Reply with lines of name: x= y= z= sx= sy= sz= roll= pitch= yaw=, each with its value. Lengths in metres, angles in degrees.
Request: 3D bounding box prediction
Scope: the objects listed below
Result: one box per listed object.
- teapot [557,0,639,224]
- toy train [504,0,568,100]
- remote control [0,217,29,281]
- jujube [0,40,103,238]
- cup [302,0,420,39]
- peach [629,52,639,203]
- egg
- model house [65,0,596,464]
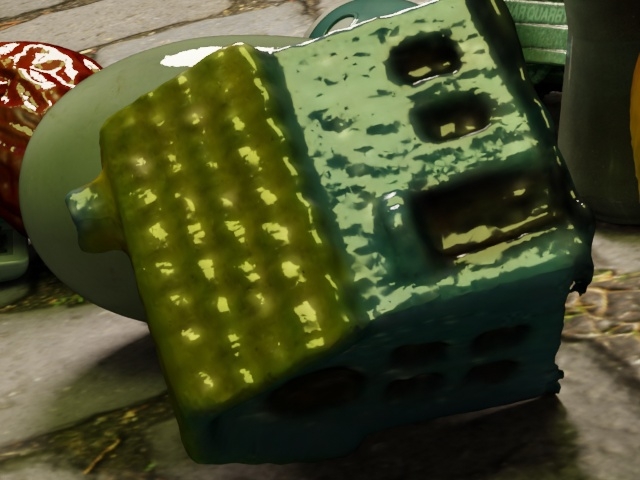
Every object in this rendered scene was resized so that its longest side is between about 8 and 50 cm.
teapot: x=0.268 y=-0.136 z=1.513 sx=0.171 sy=0.225 sz=0.203 roll=-20 pitch=22 yaw=-16
toy train: x=0.239 y=-0.215 z=1.767 sx=0.138 sy=0.178 sz=0.330 roll=14 pitch=1 yaw=-37
remote control: x=-0.332 y=-0.021 z=1.805 sx=0.103 sy=0.051 sz=0.293 roll=-7 pitch=22 yaw=-7
jujube: x=-0.241 y=-0.086 z=1.714 sx=0.250 sy=0.174 sz=0.174 roll=34 pitch=46 yaw=31
cup: x=0.056 y=-0.152 z=1.749 sx=0.300 sy=0.167 sz=0.173 roll=-45 pitch=26 yaw=1
peach: x=0.377 y=-0.067 z=1.182 sx=0.372 sy=0.290 sz=0.373 roll=-9 pitch=21 yaw=3
egg: x=-0.049 y=-0.046 z=1.464 sx=0.370 sy=0.230 sz=0.230 roll=-4 pitch=21 yaw=0
model house: x=0.000 y=0.000 z=1.226 sx=0.303 sy=0.215 sz=0.237 roll=-17 pitch=63 yaw=-5
